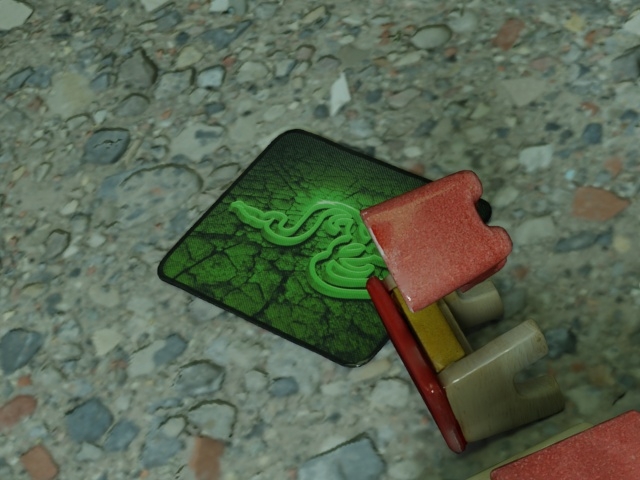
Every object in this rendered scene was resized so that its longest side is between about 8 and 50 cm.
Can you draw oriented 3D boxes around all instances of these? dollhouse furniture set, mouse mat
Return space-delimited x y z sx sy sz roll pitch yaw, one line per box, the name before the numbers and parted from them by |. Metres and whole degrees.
dollhouse furniture set | 0.078 0.120 0.936 0.152 0.201 0.374 -26 46 -3
mouse mat | 0.000 0.000 1.217 0.189 0.007 0.152 23 61 35
